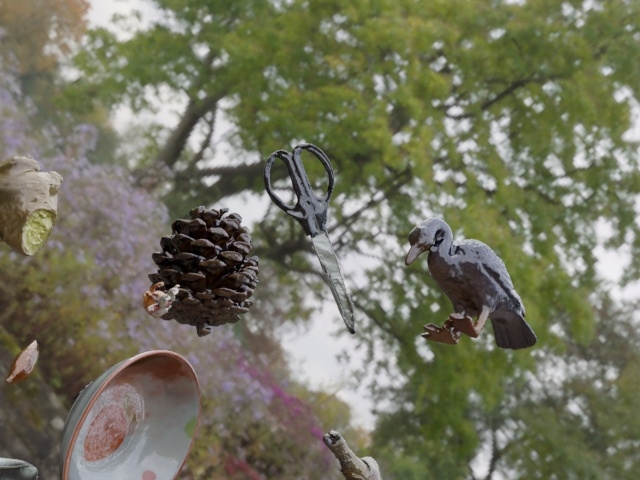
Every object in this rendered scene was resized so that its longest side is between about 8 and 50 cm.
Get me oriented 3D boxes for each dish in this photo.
[{"bbox_3d":[-0.283,0.265,1.415,0.085,0.260,0.260,18,-29,32],"label":"dish"}]

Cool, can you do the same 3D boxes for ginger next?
[{"bbox_3d":[-0.657,-0.078,2.071,0.270,0.219,0.123,16,-19,18],"label":"ginger"}]

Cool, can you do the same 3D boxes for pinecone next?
[{"bbox_3d":[-0.230,0.059,2.038,0.224,0.224,0.273,84,10,-70],"label":"pinecone"}]

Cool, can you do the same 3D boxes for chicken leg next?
[{"bbox_3d":[0.079,0.495,2.203,0.196,0.080,0.125,57,1,14],"label":"chicken leg"}]

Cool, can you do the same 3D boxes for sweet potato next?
[{"bbox_3d":[-0.441,0.183,1.511,0.034,0.034,0.095,59,30,-28],"label":"sweet potato"}]

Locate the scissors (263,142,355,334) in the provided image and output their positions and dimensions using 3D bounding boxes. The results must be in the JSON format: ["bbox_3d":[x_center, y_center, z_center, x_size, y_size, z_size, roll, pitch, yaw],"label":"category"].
[{"bbox_3d":[0.000,0.000,1.533,0.022,0.109,0.300,148,-77,-74],"label":"scissors"}]

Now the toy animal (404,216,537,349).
[{"bbox_3d":[0.254,0.088,1.727,0.298,0.185,0.122,29,-36,-25],"label":"toy animal"}]

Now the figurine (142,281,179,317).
[{"bbox_3d":[-0.244,0.089,1.558,0.047,0.064,0.109,54,-26,-2],"label":"figurine"}]

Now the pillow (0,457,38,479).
[{"bbox_3d":[-0.490,0.355,1.533,0.055,0.135,0.091,-92,-173,-68],"label":"pillow"}]
